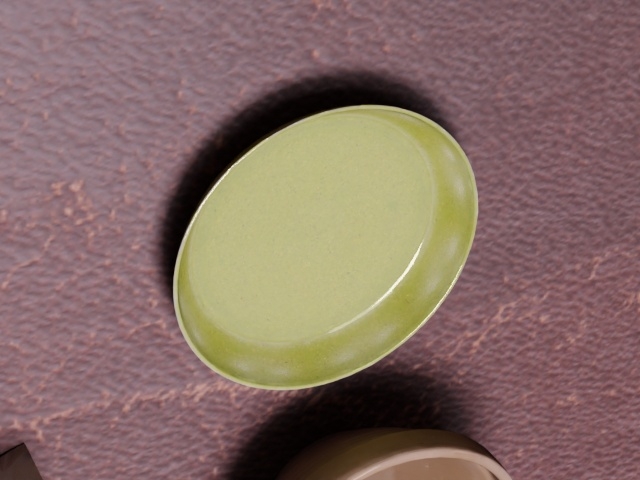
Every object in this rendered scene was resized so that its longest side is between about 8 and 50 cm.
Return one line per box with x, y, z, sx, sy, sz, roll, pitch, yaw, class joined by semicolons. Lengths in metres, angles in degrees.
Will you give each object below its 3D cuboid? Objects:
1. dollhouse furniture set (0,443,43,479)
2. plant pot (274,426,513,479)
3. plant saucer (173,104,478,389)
-0.253;0.268;1.393;0.183;0.129;0.129;-27;132;-10;dollhouse furniture set
0.033;0.228;1.543;0.237;0.110;0.237;-15;129;-19;plant pot
0.000;0.000;1.408;0.241;0.037;0.241;-15;128;-19;plant saucer
